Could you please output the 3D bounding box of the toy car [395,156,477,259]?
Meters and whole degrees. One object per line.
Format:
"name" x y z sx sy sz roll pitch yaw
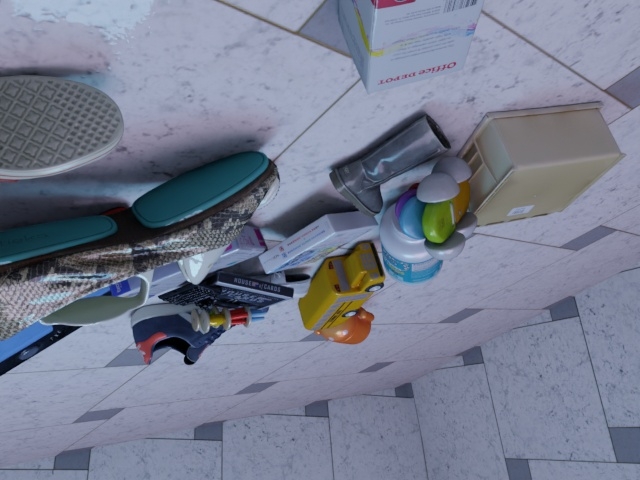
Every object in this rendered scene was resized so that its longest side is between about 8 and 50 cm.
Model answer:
"toy car" 0.209 -0.061 1.109 0.136 0.159 0.182 3 -150 31

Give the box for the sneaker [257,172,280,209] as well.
"sneaker" -0.144 -0.078 1.020 0.161 0.057 0.075 -26 161 27

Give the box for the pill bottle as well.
"pill bottle" 0.206 -0.002 1.323 0.146 0.146 0.264 -18 156 1

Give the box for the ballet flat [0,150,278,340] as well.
"ballet flat" -0.279 0.015 0.904 0.482 0.164 0.182 -23 123 -21

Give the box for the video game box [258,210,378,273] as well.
"video game box" 0.000 0.000 1.245 0.187 0.048 0.205 -33 169 27

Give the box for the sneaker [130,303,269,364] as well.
"sneaker" -0.286 0.228 1.486 0.349 0.148 0.131 -9 155 -19

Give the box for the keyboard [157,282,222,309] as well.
"keyboard" -0.274 0.129 1.281 0.100 0.038 0.192 16 159 -33

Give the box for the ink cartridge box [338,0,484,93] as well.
"ink cartridge box" 0.096 -0.276 0.657 0.128 0.128 0.176 -15 156 -7

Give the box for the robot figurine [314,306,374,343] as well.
"robot figurine" 0.072 0.254 1.820 0.158 0.128 0.219 20 178 33

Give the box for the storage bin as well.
"storage bin" 0.409 -0.138 1.194 0.262 0.123 0.260 -10 156 -18

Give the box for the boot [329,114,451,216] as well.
"boot" 0.141 -0.134 1.097 0.208 0.076 0.189 -33 155 17

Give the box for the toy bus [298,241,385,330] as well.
"toy bus" 0.050 0.126 1.547 0.130 0.108 0.333 -6 155 -21

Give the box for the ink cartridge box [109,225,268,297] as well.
"ink cartridge box" -0.274 0.049 1.153 0.310 0.065 0.186 -23 174 9

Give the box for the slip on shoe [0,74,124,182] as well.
"slip on shoe" -0.401 -0.115 0.712 0.330 0.123 0.101 -15 179 -5

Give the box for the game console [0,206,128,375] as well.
"game console" -0.494 0.112 1.059 0.341 0.060 0.387 -29 166 -31

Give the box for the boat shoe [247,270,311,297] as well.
"boat shoe" -0.103 0.100 1.449 0.184 0.066 0.063 10 118 -28

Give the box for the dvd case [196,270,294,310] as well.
"dvd case" -0.193 0.123 1.347 0.179 0.030 0.238 15 159 -27

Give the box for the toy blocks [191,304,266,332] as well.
"toy blocks" -0.213 0.178 1.383 0.148 0.054 0.123 -3 177 -30
